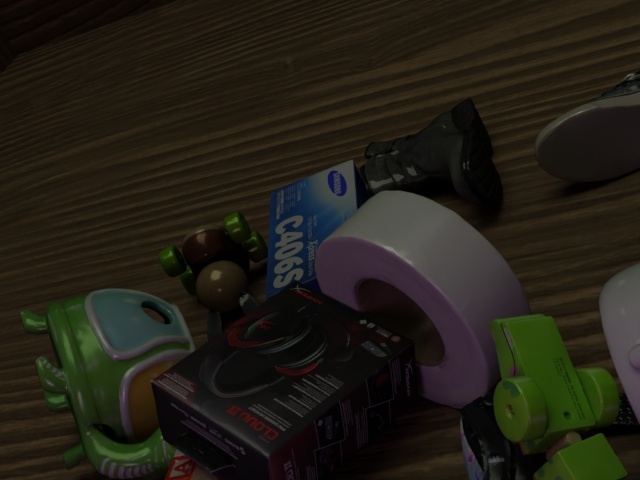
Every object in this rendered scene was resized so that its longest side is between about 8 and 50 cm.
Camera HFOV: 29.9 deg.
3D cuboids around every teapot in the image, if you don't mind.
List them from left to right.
[{"bbox_3d":[0.415,0.114,1.245,0.187,0.252,0.256,-25,23,21],"label":"teapot"}]

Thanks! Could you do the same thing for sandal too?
[{"bbox_3d":[0.313,0.209,1.419,0.179,0.040,0.067,2,43,20],"label":"sandal"}]

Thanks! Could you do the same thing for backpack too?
[{"bbox_3d":[0.223,0.249,1.329,0.152,0.115,0.182,-15,38,-15],"label":"backpack"}]

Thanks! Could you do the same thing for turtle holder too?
[{"bbox_3d":[-0.291,0.198,1.753,0.227,0.243,0.320,-16,16,-15],"label":"turtle holder"}]

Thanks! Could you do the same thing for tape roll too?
[{"bbox_3d":[0.130,0.077,1.530,0.100,0.286,0.286,-43,32,-27],"label":"tape roll"}]

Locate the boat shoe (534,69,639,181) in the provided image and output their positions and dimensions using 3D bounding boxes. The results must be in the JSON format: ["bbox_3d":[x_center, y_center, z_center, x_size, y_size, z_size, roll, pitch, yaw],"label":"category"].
[{"bbox_3d":[0.488,-0.198,1.866,0.340,0.127,0.158,-17,22,4],"label":"boat shoe"}]

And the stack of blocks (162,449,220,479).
[{"bbox_3d":[-0.153,0.346,1.536,0.171,0.087,0.297,-13,31,23],"label":"stack of blocks"}]

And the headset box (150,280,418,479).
[{"bbox_3d":[-0.052,0.199,1.514,0.218,0.110,0.293,26,46,38],"label":"headset box"}]

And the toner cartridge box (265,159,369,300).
[{"bbox_3d":[0.000,0.000,1.993,0.165,0.075,0.348,-21,29,11],"label":"toner cartridge box"}]

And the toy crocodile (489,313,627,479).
[{"bbox_3d":[0.255,0.227,1.202,0.115,0.105,0.340,-9,62,-26],"label":"toy crocodile"}]

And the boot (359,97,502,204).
[{"bbox_3d":[0.177,-0.110,2.006,0.223,0.118,0.338,-24,17,14],"label":"boot"}]

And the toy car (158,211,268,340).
[{"bbox_3d":[-0.158,0.076,1.996,0.155,0.149,0.188,-27,56,8],"label":"toy car"}]
